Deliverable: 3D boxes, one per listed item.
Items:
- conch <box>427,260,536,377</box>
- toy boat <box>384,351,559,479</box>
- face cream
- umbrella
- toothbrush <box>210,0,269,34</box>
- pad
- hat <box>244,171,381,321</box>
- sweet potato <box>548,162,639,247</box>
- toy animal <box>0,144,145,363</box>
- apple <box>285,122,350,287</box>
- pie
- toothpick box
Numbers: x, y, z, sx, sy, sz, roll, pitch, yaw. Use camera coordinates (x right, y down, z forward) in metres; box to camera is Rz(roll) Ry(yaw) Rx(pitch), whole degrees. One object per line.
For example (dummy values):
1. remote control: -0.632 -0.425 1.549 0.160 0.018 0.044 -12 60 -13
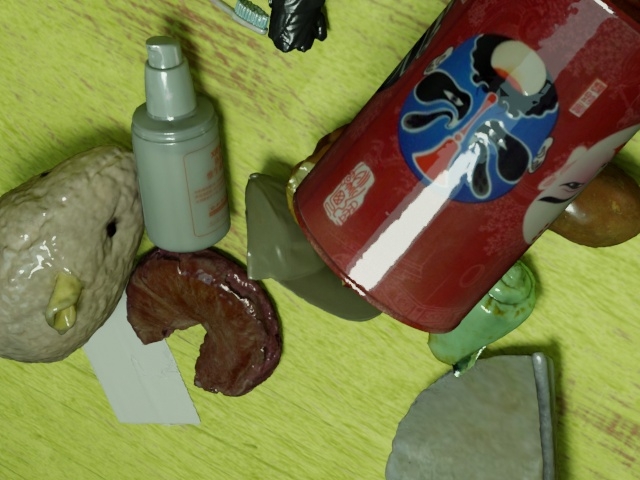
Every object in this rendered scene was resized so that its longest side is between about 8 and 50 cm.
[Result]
1. conch: 0.162 0.072 1.576 0.106 0.079 0.170 50 130 16
2. toy boat: 0.198 0.267 1.688 0.276 0.111 0.294 -12 101 38
3. face cream: -0.162 -0.115 1.634 0.101 0.101 0.252 13 127 24
4. umbrella: -0.020 -0.300 1.436 0.059 0.066 0.236 21 128 25
5. toothbrush: -0.150 -0.291 1.516 0.269 0.021 0.027 38 118 22
6. pad: -0.258 0.157 1.955 0.156 0.004 0.232 -4 119 34
7. hat: 0.000 0.000 1.617 0.173 0.166 0.144 2 106 -3
8. sweet potato: 0.197 -0.087 1.431 0.291 0.097 0.097 39 134 3
9. toy animal: -0.332 0.035 1.760 0.188 0.226 0.358 35 133 10
10. apple: 0.051 -0.045 1.523 0.158 0.147 0.156 60 163 -4
11. pie: -0.147 0.098 1.807 0.218 0.054 0.204 31 133 10
12. toothpick box: 0.152 -0.101 1.294 0.204 0.204 0.333 40 113 2
